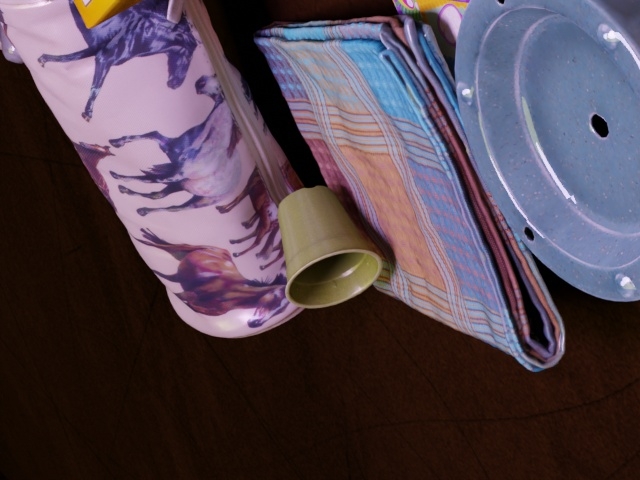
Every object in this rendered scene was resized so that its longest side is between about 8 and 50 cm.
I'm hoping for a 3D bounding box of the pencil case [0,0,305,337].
[{"bbox_3d":[-0.122,-0.103,1.644,0.183,0.160,0.410,2,135,37],"label":"pencil case"}]

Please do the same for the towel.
[{"bbox_3d":[0.057,-0.045,1.496,0.271,0.040,0.370,64,168,-13],"label":"towel"}]

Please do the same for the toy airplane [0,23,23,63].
[{"bbox_3d":[-0.408,-0.295,1.799,0.272,0.386,0.384,-43,73,41],"label":"toy airplane"}]

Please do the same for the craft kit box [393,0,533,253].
[{"bbox_3d":[0.157,-0.101,1.277,0.250,0.061,0.247,8,129,63],"label":"craft kit box"}]

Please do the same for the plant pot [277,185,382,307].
[{"bbox_3d":[0.000,0.000,1.612,0.083,0.083,0.079,97,157,-57],"label":"plant pot"}]

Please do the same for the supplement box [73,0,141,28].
[{"bbox_3d":[-0.085,-0.311,1.319,0.194,0.195,0.356,59,157,-3],"label":"supplement box"}]

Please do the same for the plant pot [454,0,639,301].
[{"bbox_3d":[0.193,-0.085,0.985,0.293,0.196,0.293,42,146,38],"label":"plant pot"}]
